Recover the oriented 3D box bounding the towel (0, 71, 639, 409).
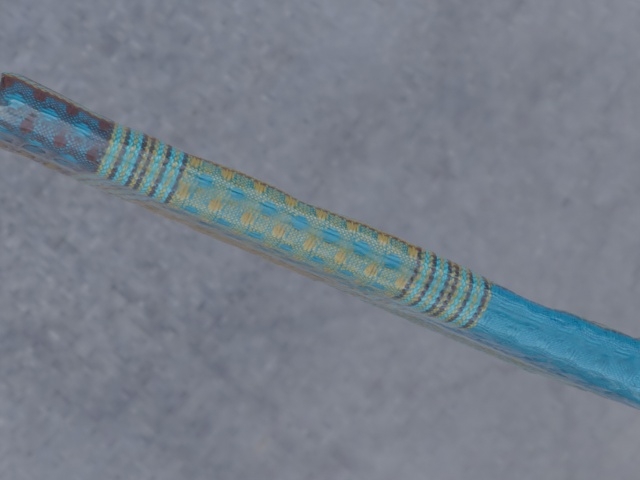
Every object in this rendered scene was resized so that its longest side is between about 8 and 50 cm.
[{"bbox_3d":[0.000,0.000,0.892,0.040,0.370,0.271,-68,-167,-3],"label":"towel"}]
